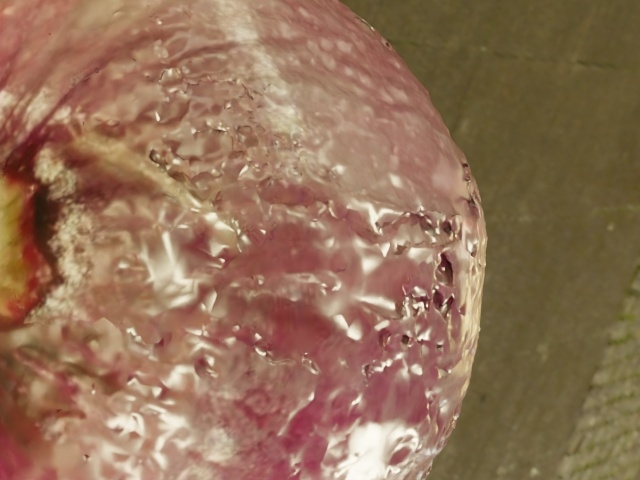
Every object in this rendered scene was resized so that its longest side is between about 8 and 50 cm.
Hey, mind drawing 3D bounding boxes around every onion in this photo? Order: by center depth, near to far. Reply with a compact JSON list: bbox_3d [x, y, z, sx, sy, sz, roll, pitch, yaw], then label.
[{"bbox_3d":[0.000,0.000,0.545,0.159,0.267,0.348,-29,157,32],"label":"onion"}]
